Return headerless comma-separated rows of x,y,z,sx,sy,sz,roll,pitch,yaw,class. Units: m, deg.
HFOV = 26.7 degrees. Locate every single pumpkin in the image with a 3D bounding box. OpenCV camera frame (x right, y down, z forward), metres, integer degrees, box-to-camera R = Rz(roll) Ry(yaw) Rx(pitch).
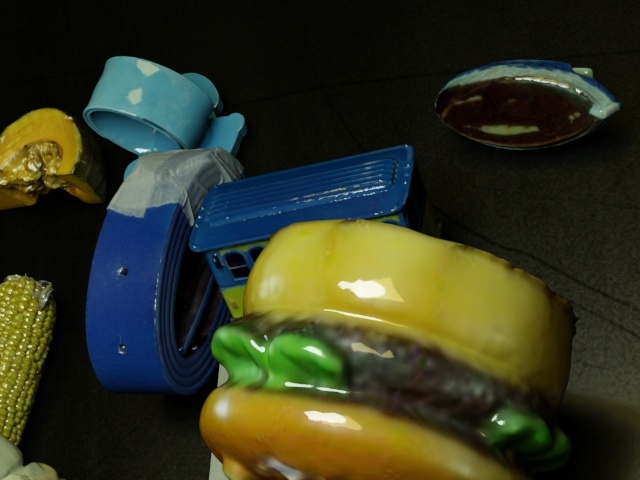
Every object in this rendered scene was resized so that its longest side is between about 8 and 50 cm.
-0.431,-0.121,2.037,0.248,0.131,0.126,-3,71,20,pumpkin

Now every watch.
-0.228,-0.176,1.923,0.211,0.193,0.211,-12,60,22,watch

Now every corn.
-0.435,0.190,1.885,0.106,0.106,0.293,-1,68,26,corn

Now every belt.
-0.196,0.037,1.776,0.117,0.212,0.347,-2,56,26,belt

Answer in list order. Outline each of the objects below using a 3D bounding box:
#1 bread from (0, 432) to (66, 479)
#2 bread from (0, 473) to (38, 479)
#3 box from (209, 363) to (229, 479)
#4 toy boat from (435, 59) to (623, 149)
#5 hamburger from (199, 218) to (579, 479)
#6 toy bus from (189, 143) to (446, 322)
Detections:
-0.451,0.428,1.620,0.245,0.329,0.424,20,54,0,bread
-0.252,0.470,1.438,0.279,0.390,0.371,9,68,20,bread
0.040,0.197,1.672,0.365,0.051,0.204,-9,60,22,box
0.267,-0.182,1.747,0.262,0.114,0.115,1,27,27,toy boat
0.070,0.171,1.405,0.396,0.396,0.277,7,68,29,hamburger
0.000,0.000,1.701,0.288,0.175,0.138,-11,37,19,toy bus
